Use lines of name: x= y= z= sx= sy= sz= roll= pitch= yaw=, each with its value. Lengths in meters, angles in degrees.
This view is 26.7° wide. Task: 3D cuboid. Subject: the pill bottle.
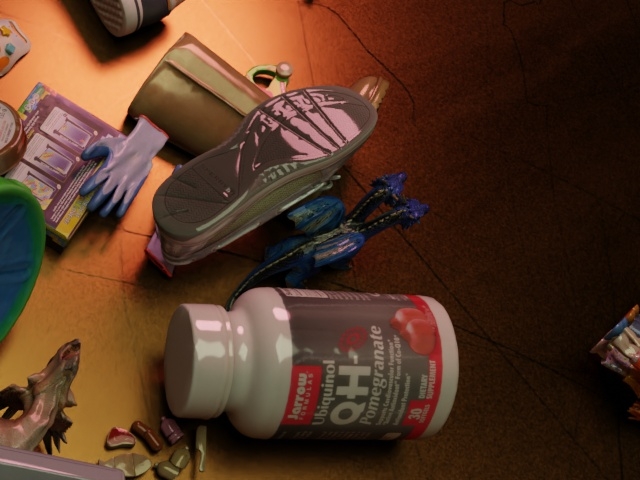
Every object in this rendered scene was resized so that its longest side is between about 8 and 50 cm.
pill bottle: x=-0.014 y=0.145 z=1.579 sx=0.318 sy=0.176 sz=0.176 roll=4 pitch=63 yaw=-22

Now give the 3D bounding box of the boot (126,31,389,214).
boot: x=-0.075 y=-0.184 z=1.747 sx=0.269 sy=0.089 sz=0.236 roll=35 pitch=76 yaw=-3

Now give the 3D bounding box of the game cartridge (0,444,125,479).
game cartridge: x=-0.299 y=0.342 z=1.323 sx=0.196 sy=0.294 sz=0.060 roll=16 pitch=16 yaw=-12

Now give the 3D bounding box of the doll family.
doll family: x=0.465 y=0.168 z=1.830 sx=0.163 sy=0.118 sz=0.263 roll=45 pitch=38 yaw=11

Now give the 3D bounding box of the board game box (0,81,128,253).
board game box: x=-0.330 y=-0.090 z=1.642 sx=0.141 sy=0.048 sz=0.170 roll=33 pitch=56 yaw=-7

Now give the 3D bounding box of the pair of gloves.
pair of gloves: x=-0.206 y=-0.061 z=1.661 sx=0.198 sy=0.023 sz=0.159 roll=44 pitch=53 yaw=-20

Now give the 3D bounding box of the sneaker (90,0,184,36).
sneaker: x=-0.287 y=-0.430 z=1.794 sx=0.127 sy=0.126 sz=0.321 roll=-27 pitch=88 yaw=-27

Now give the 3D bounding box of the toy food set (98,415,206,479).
toy food set: x=-0.193 y=0.238 z=1.549 sx=0.122 sy=0.019 sz=0.078 roll=6 pitch=62 yaw=-12

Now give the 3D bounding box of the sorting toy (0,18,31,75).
sorting toy: x=-0.406 y=-0.256 z=1.707 sx=0.083 sy=0.045 sz=0.075 roll=50 pitch=37 yaw=7

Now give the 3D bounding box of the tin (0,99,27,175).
tin: x=-0.441 y=-0.128 z=1.586 sx=0.189 sy=0.040 sz=0.106 roll=7 pitch=50 yaw=2

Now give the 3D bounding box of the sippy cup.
sippy cup: x=-0.450 y=0.005 z=1.429 sx=0.224 sy=0.305 sz=0.240 roll=26 pitch=74 yaw=19

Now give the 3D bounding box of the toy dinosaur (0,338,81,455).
toy dinosaur: x=-0.370 y=0.231 z=1.411 sx=0.295 sy=0.127 sz=0.200 roll=-18 pitch=28 yaw=-4

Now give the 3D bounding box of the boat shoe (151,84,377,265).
boat shoe: x=-0.067 y=-0.082 z=1.650 sx=0.320 sy=0.103 sz=0.118 roll=-37 pitch=67 yaw=-23

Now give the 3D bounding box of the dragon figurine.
dragon figurine: x=0.000 y=0.000 z=1.679 sx=0.289 sy=0.144 sz=0.085 roll=-22 pitch=74 yaw=-31

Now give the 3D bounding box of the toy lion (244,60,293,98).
toy lion: x=-0.081 y=-0.192 z=1.816 sx=0.096 sy=0.034 sz=0.100 roll=-1 pitch=64 yaw=-15
